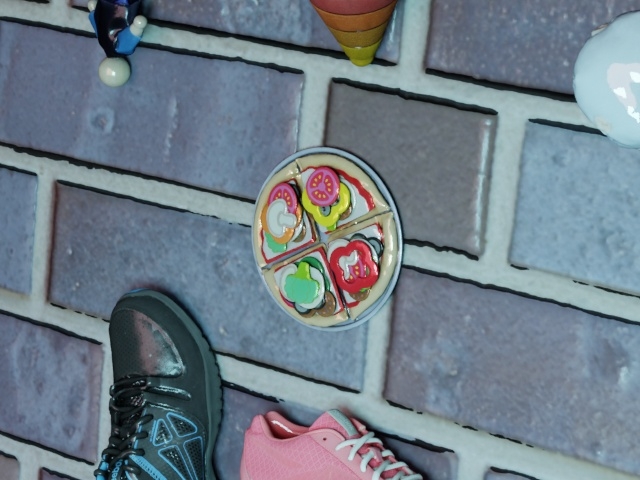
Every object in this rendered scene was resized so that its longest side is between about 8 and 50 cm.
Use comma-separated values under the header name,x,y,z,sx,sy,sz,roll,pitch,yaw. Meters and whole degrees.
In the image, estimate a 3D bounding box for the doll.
name,x,y,z,sx,sy,sz,roll,pitch,yaw
doll,-0.228,-0.266,2.219,0.129,0.046,0.189,33,118,50

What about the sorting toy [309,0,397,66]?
name,x,y,z,sx,sy,sz,roll,pitch,yaw
sorting toy,-0.054,-0.279,2.082,0.366,0.127,0.126,26,140,34

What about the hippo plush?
name,x,y,z,sx,sy,sz,roll,pitch,yaw
hippo plush,0.351,-0.108,1.702,0.294,0.236,0.234,7,99,35

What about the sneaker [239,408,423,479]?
name,x,y,z,sx,sy,sz,roll,pitch,yaw
sneaker,0.031,0.251,2.057,0.314,0.116,0.136,4,97,36

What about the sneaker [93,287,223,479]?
name,x,y,z,sx,sy,sz,roll,pitch,yaw
sneaker,-0.187,0.223,2.197,0.125,0.140,0.340,-16,85,39

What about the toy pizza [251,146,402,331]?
name,x,y,z,sx,sy,sz,roll,pitch,yaw
toy pizza,0.000,0.000,2.099,0.201,0.032,0.201,5,99,35
